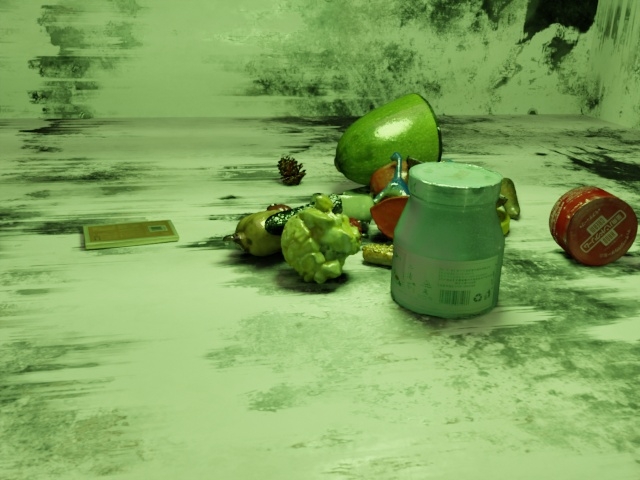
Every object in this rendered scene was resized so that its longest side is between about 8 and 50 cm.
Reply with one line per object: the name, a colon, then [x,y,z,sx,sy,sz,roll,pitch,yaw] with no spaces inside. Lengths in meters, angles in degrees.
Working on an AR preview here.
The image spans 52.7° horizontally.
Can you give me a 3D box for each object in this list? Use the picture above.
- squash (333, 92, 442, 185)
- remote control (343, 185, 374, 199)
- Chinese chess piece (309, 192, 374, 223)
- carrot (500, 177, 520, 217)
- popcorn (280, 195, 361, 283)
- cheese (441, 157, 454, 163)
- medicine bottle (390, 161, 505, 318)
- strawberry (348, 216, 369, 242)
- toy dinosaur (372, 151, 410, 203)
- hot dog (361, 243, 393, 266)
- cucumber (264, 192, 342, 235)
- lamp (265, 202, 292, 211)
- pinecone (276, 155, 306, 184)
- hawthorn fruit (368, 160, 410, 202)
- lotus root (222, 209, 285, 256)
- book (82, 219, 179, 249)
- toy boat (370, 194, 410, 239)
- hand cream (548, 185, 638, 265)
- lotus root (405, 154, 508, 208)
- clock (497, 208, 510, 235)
squash: [0.196,-0.323,2.163,0.309,0.310,0.310,-12,24,-23]
remote control: [0.215,-0.164,2.206,0.285,0.038,0.123,-16,25,-36]
Chinese chess piece: [0.062,-0.092,1.870,0.189,0.083,0.188,3,3,0]
carrot: [0.618,-0.143,2.131,0.070,0.070,0.342,5,22,9]
popcorn: [0.000,0.000,1.520,0.187,0.185,0.167,-41,17,-11]
cheese: [0.445,-0.319,2.644,0.256,0.037,0.106,14,22,34]
medicine bottle: [0.281,-0.009,1.406,0.245,0.289,0.245,2,20,-1]
strawberry: [0.034,-0.022,1.728,0.192,0.085,0.140,1,22,5]
toy dinosaur: [0.261,-0.150,1.892,0.248,0.188,0.075,28,-9,40]
hot dog: [0.183,0.039,1.623,0.165,0.045,0.071,8,23,15]
cucumber: [-0.048,-0.057,1.626,0.245,0.067,0.067,-21,29,-36]
lamp: [-0.120,-0.059,1.806,0.101,0.090,0.101,-24,-16,-7]
pinecone: [-0.109,-0.248,2.318,0.109,0.102,0.102,40,32,12]
hawthorn fruit: [0.214,-0.164,2.031,0.204,0.162,0.162,-7,20,1]
lotus root: [-0.149,-0.017,1.654,0.125,0.118,0.221,-25,0,45]
book: [-0.521,-0.020,1.773,0.242,0.018,0.170,-6,20,-20]
toy boat: [0.280,-0.041,1.730,0.332,0.145,0.133,20,5,35]
hand cream: [0.699,-0.040,1.669,0.193,0.193,0.125,0,21,-3]
lotus root: [0.385,-0.160,1.904,0.329,0.078,0.167,29,10,29]
clock: [0.412,-0.073,1.906,0.294,0.071,0.277,-7,22,-20]
